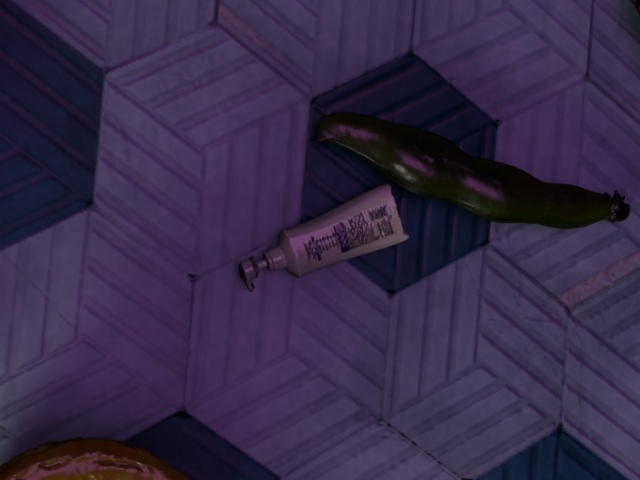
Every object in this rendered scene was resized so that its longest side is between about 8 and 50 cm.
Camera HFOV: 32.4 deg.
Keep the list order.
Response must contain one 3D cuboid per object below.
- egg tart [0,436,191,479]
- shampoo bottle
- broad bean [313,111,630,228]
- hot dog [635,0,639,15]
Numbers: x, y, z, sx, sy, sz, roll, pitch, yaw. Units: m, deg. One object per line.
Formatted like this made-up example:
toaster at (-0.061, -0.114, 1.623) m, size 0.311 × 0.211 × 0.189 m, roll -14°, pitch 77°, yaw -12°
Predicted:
egg tart at (-0.170, 0.230, 0.769) m, size 0.203 × 0.147 × 0.202 m, roll 1°, pitch 88°, yaw -17°
shampoo bottle at (0.000, 0.000, 0.881) m, size 0.141 × 0.034 × 0.049 m, roll -21°, pitch 103°, yaw -15°
broad bean at (0.134, -0.047, 0.915) m, size 0.297 × 0.043 × 0.060 m, roll 16°, pitch 58°, yaw -16°
hot dog at (0.348, -0.193, 0.954) m, size 0.123 × 0.093 × 0.261 m, roll -29°, pitch 98°, yaw -14°
